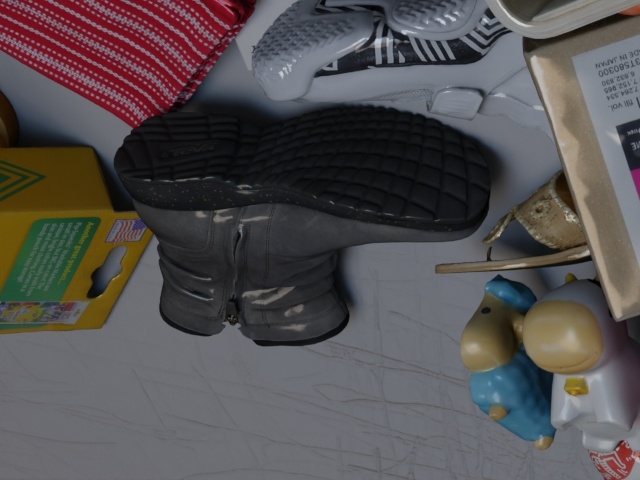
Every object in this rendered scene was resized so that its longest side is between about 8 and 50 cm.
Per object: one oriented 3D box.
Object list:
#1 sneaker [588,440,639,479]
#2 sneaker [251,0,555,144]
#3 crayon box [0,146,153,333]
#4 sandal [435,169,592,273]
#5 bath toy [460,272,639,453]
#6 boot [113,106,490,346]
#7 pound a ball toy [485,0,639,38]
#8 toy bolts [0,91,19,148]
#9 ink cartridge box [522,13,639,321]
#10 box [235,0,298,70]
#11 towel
[{"bbox_3d":[0.348,0.185,1.503,0.270,0.090,0.145,-4,121,39],"label":"sneaker"},{"bbox_3d":[0.145,-0.108,1.328,0.366,0.137,0.210,-13,119,13],"label":"sneaker"},{"bbox_3d":[-0.332,0.006,1.724,0.203,0.323,0.083,-56,45,44],"label":"crayon box"},{"bbox_3d":[0.206,-0.017,1.471,0.240,0.088,0.079,-3,89,27],"label":"sandal"},{"bbox_3d":[0.278,0.083,1.406,0.348,0.129,0.151,-2,151,39],"label":"bath toy"},{"bbox_3d":[0.000,0.000,1.594,0.338,0.118,0.222,8,139,24],"label":"boot"},{"bbox_3d":[0.220,-0.230,1.110,0.208,0.319,0.135,-18,111,40],"label":"pound a ball toy"},{"bbox_3d":[-0.428,-0.099,1.749,0.218,0.158,0.228,-23,108,42],"label":"toy bolts"},{"bbox_3d":[0.269,-0.076,1.197,0.235,0.088,0.193,-19,102,10],"label":"ink cartridge box"},{"bbox_3d":[-0.007,-0.287,1.403,0.232,0.058,0.322,-3,122,35],"label":"box"},{"bbox_3d":[-0.180,-0.183,1.530,0.199,0.031,0.275,30,153,-9],"label":"towel"}]
